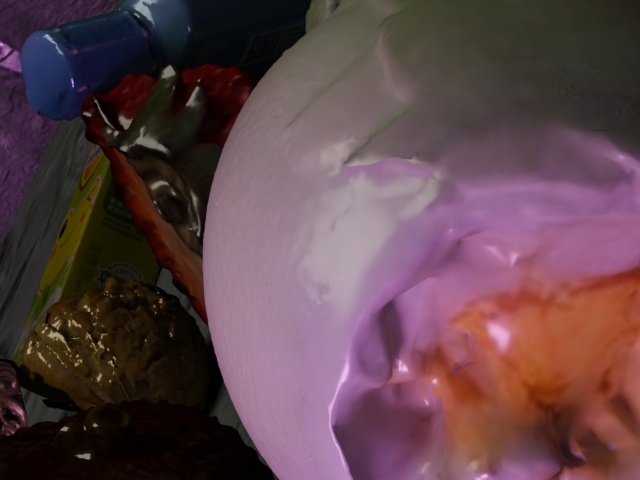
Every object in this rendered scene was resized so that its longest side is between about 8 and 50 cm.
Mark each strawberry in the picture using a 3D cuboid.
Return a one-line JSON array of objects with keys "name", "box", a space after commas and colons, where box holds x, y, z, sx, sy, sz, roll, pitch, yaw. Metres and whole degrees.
[{"name": "strawberry", "box": [-0.035, -0.015, 0.978, 0.111, 0.190, 0.236, -37, -15, -11]}]

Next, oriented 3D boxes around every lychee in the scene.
[{"name": "lychee", "box": [-0.098, 0.163, 0.837, 0.194, 0.194, 0.194, -57, 17, 29]}]

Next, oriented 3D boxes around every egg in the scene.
[{"name": "egg", "box": [0.054, 0.004, 0.549, 0.183, 0.183, 0.217, -63, 12, 11]}]

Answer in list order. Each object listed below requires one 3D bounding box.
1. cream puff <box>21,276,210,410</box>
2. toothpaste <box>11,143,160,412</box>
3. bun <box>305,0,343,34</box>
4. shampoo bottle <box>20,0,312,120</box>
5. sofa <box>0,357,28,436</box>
[{"name": "cream puff", "box": [-0.127, 0.079, 1.190, 0.133, 0.119, 0.104, 18, 64, 48]}, {"name": "toothpaste", "box": [-0.175, -0.018, 1.557, 0.110, 0.077, 0.327, -39, 31, 60]}, {"name": "bun", "box": [0.064, -0.133, 0.859, 0.221, 0.108, 0.221, -58, 16, 28]}, {"name": "shampoo bottle", "box": [-0.056, -0.125, 1.049, 0.258, 0.061, 0.104, -21, -17, -39]}, {"name": "sofa", "box": [-0.329, 0.195, 1.437, 0.258, 0.182, 0.200, -179, 83, -75]}]
